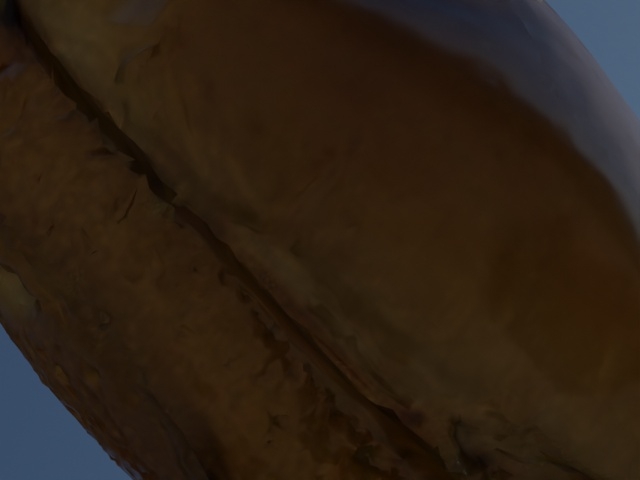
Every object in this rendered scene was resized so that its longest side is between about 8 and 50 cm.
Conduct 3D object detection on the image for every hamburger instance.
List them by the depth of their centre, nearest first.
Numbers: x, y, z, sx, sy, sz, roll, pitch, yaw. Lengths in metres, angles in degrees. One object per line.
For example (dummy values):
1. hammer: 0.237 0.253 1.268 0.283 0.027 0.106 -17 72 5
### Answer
1. hamburger: 0.000 0.000 0.507 0.314 0.290 0.170 44 -88 14
